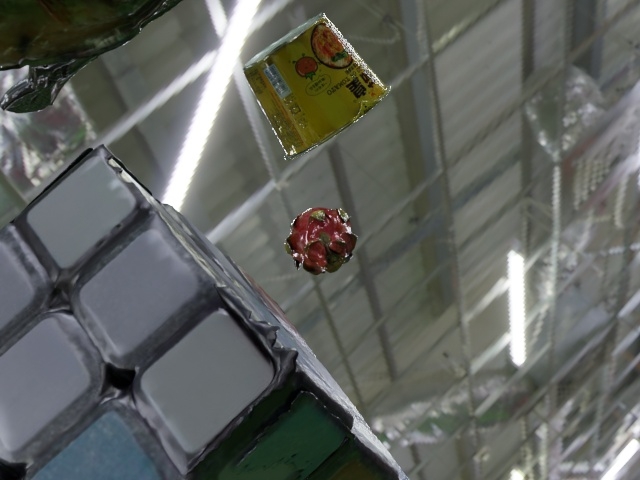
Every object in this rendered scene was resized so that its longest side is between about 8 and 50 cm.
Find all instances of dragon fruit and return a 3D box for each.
[{"bbox_3d":[0.002,-0.001,1.274,0.086,0.081,0.116,-28,7,10],"label":"dragon fruit"}]

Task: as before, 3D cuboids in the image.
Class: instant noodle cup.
[{"bbox_3d":[-0.014,-0.221,1.469,0.182,0.144,0.182,-33,12,8],"label":"instant noodle cup"}]

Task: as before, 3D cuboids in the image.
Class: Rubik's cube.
[{"bbox_3d":[-0.160,0.195,0.953,0.363,0.362,0.359,-44,-34,-2],"label":"Rubik's cube"}]

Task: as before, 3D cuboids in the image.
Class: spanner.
[{"bbox_3d":[-0.253,-0.249,1.288,0.325,0.026,0.093,-33,-14,-4],"label":"spanner"}]

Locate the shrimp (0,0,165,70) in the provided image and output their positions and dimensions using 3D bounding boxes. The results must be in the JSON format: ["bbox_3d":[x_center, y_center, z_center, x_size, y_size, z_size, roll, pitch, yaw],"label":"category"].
[{"bbox_3d":[-0.160,-0.226,0.675,0.365,0.071,0.233,-35,-35,25],"label":"shrimp"}]
